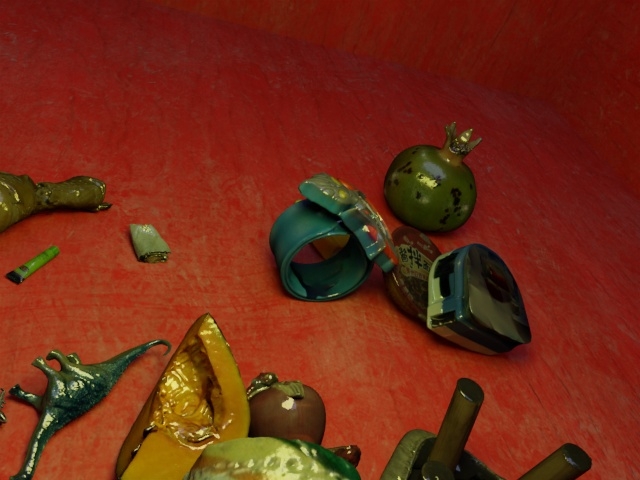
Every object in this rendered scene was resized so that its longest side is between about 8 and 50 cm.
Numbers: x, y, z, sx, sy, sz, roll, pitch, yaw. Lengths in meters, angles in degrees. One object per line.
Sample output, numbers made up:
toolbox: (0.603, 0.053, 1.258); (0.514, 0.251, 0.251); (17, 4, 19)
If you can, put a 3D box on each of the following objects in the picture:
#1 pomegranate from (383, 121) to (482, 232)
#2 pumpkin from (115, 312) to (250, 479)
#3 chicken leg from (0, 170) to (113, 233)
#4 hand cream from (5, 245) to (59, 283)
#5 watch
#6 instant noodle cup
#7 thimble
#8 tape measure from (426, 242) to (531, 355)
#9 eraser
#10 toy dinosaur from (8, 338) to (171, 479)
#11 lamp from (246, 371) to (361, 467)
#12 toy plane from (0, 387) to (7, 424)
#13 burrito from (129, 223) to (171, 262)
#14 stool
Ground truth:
pomegranate: (0.354, -0.170, 1.874); (0.291, 0.323, 0.290); (20, 53, -28)
pumpkin: (-0.218, 0.303, 1.091); (0.169, 0.148, 0.312); (33, 66, -16)
chicken leg: (-0.661, -0.099, 1.383); (0.429, 0.152, 0.201); (-9, 37, -47)
hand cream: (-0.600, 0.050, 1.315); (0.036, 0.023, 0.122); (31, 40, 7)
watch: (0.000, 0.000, 1.460); (0.305, 0.274, 0.241); (37, 22, -38)
instant noodle cup: (0.235, 0.101, 1.600); (0.274, 0.091, 0.274); (28, 46, -33)
thimble: (-0.074, 0.413, 0.911); (0.288, 0.254, 0.167); (7, 42, 1)
tape measure: (0.379, 0.142, 1.548); (0.259, 0.138, 0.262); (29, 46, -35)
eraser: (0.034, -0.033, 1.727); (0.158, 0.069, 0.226); (-8, 44, -34)
toy dinosaur: (-0.428, 0.254, 1.096); (0.147, 0.076, 0.363); (40, 42, 7)
lamp: (-0.046, 0.345, 1.131); (0.215, 0.151, 0.223); (-6, 83, -14)
toy plane: (-0.546, 0.278, 1.033); (0.083, 0.031, 0.078); (33, 36, 15)
burrito: (-0.402, 0.002, 1.465); (0.074, 0.044, 0.118); (-9, 48, -33)
stool: (0.273, 0.445, 1.091); (0.310, 0.226, 0.310); (30, 34, 10)
